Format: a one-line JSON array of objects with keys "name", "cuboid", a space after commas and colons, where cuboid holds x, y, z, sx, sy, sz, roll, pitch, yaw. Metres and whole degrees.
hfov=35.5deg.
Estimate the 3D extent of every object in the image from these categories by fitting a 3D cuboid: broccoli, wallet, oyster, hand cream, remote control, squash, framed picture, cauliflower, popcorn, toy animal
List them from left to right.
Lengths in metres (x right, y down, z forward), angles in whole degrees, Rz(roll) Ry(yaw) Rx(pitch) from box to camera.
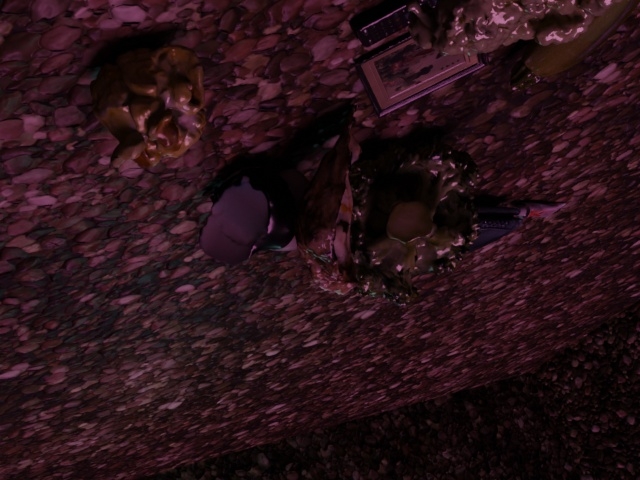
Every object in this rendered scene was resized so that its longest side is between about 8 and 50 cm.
[{"name": "popcorn", "cuboid": [-0.206, -0.160, 1.190, 0.141, 0.135, 0.162, 15, 98, -81]}, {"name": "toy animal", "cuboid": [-0.087, -0.044, 1.603, 0.166, 0.138, 0.179, -26, 169, 38]}, {"name": "oyster", "cuboid": [0.020, -0.063, 1.545, 0.094, 0.294, 0.166, 8, 180, 18]}, {"name": "broccoli", "cuboid": [0.136, -0.036, 1.697, 0.235, 0.288, 0.260, 10, 178, 33]}, {"name": "framed picture", "cuboid": [0.154, -0.262, 1.481, 0.195, 0.010, 0.199, -25, 159, 6]}, {"name": "wallet", "cuboid": [0.243, -0.012, 2.101, 0.237, 0.075, 0.342, -32, 161, 38]}, {"name": "remote control", "cuboid": [0.155, -0.325, 1.311, 0.245, 0.025, 0.063, -27, 160, 8]}, {"name": "cauliflower", "cuboid": [0.221, -0.326, 1.051, 0.327, 0.260, 0.281, -48, 160, 5]}, {"name": "hand cream", "cuboid": [0.493, -0.068, 2.283, 0.052, 0.038, 0.216, -4, 178, 38]}, {"name": "squash", "cuboid": [0.390, -0.327, 1.466, 0.094, 0.094, 0.341, -8, 152, -34]}]
